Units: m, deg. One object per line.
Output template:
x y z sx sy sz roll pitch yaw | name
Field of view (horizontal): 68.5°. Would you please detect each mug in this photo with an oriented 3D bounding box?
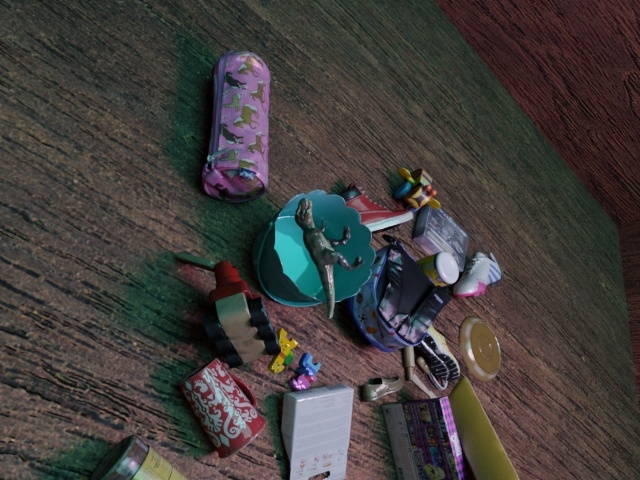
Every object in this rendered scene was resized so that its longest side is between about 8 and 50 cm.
-0.208 0.337 0.976 0.113 0.150 0.169 -34 91 -8 | mug

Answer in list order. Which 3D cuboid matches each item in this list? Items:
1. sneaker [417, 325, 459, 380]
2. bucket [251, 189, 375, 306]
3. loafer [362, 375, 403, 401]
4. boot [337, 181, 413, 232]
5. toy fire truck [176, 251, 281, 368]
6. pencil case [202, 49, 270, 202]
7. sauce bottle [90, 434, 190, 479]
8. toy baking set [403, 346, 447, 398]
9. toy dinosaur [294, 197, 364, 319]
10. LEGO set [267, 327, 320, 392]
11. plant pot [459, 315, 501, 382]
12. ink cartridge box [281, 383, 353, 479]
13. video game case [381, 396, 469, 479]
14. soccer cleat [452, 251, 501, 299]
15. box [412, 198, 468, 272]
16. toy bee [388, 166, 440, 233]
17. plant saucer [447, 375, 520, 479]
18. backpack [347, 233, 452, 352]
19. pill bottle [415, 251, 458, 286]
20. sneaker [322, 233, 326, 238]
0.368 0.338 1.451 0.208 0.081 0.094 57 30 -9 | sneaker
-0.027 0.031 1.167 0.281 0.183 0.281 8 73 -28 | bucket
0.173 0.400 1.298 0.148 0.056 0.050 -10 85 -44 | loafer
0.172 -0.113 1.485 0.244 0.088 0.176 -13 78 -29 | boot
-0.203 0.128 1.019 0.158 0.217 0.246 -18 54 -5 | toy fire truck
-0.209 -0.294 1.202 0.160 0.167 0.386 2 66 -6 | pencil case
-0.250 0.498 0.841 0.344 0.111 0.111 51 46 -14 | sauce bottle
0.329 0.380 1.465 0.197 0.030 0.256 22 58 -33 | toy baking set
0.025 0.030 1.054 0.118 0.064 0.268 -17 86 -17 | toy dinosaur
-0.088 0.285 1.097 0.227 0.087 0.093 46 47 -15 | LEGO set
0.582 0.386 1.687 0.236 0.032 0.236 18 61 -36 | plant pot
-0.010 0.466 1.115 0.181 0.056 0.224 5 92 -40 | ink cartridge box
0.267 0.532 1.216 0.042 0.210 0.232 0 71 -39 | video game case
0.566 0.123 1.731 0.331 0.116 0.143 -12 88 -52 | soccer cleat
0.445 -0.013 1.726 0.231 0.056 0.183 39 51 -22 | box
0.343 -0.156 1.622 0.195 0.162 0.298 26 54 -28 | toy bee
0.394 0.587 1.228 0.081 0.332 0.333 -11 39 -5 | plant saucer
0.196 0.171 1.317 0.276 0.213 0.263 43 40 -11 | backpack
0.332 0.107 1.480 0.103 0.184 0.103 18 60 -35 | pill bottle
0.000 0.000 1.324 0.065 0.061 0.158 -13 79 -37 | sneaker
